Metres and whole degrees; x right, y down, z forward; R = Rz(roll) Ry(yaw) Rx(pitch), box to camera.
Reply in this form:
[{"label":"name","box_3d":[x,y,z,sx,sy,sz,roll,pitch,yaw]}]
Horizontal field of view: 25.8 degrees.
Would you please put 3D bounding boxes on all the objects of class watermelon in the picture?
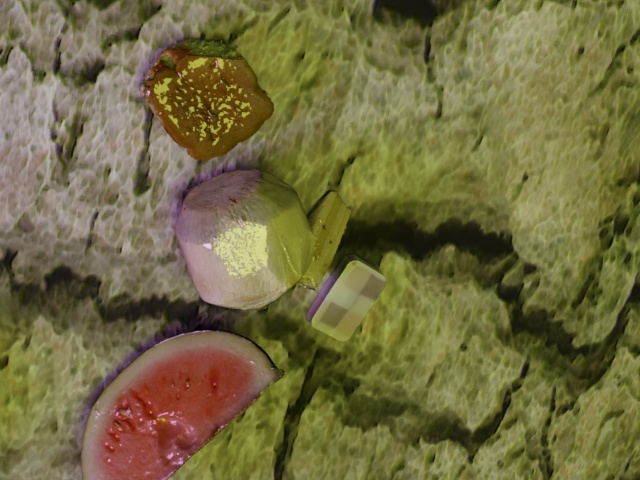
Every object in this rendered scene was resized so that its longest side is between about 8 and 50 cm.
[{"label":"watermelon","box_3d":[-0.177,0.232,1.751,0.303,0.159,0.128,-43,147,1]}]

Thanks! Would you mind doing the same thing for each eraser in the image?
[{"label":"eraser","box_3d":[0.034,0.075,1.808,0.065,0.026,0.105,30,99,-23]}]

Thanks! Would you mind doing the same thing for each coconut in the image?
[{"label":"coconut","box_3d":[-0.086,0.007,1.669,0.161,0.161,0.162,-26,117,-7]}]

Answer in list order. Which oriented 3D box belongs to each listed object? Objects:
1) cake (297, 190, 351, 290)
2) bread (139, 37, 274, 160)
[{"label":"cake","box_3d":[0.000,0.000,1.752,0.052,0.065,0.121,37,89,-30]},{"label":"bread","box_3d":[-0.132,-0.169,1.630,0.128,0.069,0.140,-40,119,-1]}]
